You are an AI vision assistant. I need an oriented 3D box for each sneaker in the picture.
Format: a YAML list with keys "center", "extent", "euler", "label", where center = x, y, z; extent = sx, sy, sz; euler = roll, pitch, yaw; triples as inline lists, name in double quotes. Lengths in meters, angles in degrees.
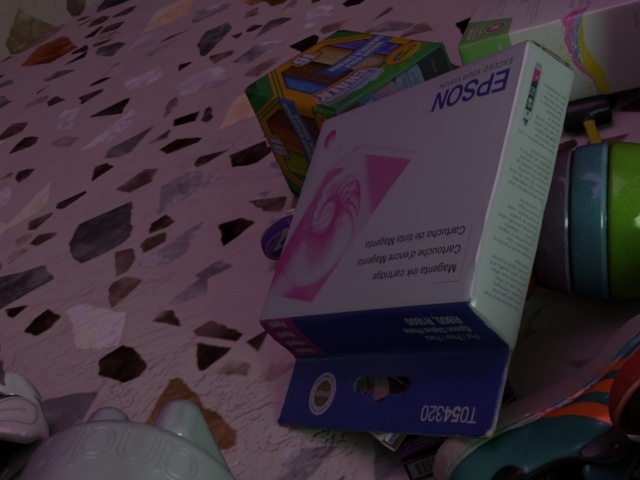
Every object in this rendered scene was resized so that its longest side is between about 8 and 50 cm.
- center: [-0.426, 0.257, 1.107]
  extent: [0.292, 0.110, 0.118]
  euler: [-33, 40, -15]
  label: "sneaker"
- center: [0.000, 0.000, 1.254]
  extent: [0.169, 0.068, 0.071]
  euler: [-9, 40, 25]
  label: "sneaker"
- center: [0.239, 0.153, 0.801]
  extent: [0.302, 0.108, 0.121]
  euler: [-32, 30, 2]
  label: "sneaker"

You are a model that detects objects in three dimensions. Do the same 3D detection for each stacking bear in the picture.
- center: [0.316, -0.018, 0.971]
  extent: [0.288, 0.176, 0.164]
  euler: [1, -1, 19]
  label: "stacking bear"

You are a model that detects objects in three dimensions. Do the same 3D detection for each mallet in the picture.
- center: [0.341, -0.118, 1.237]
  extent: [0.062, 0.039, 0.190]
  euler: [-18, 35, 6]
  label: "mallet"

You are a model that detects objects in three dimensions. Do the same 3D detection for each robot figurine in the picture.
- center: [-0.170, 0.280, 0.779]
  extent: [0.299, 0.200, 0.353]
  euler: [-13, 31, 19]
  label: "robot figurine"

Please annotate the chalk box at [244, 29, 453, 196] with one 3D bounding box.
- center: [0.071, -0.143, 1.318]
  extent: [0.179, 0.180, 0.289]
  euler: [-35, 30, -20]
  label: "chalk box"

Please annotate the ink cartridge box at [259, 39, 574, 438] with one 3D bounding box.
- center: [0.066, 0.008, 0.948]
  extent: [0.324, 0.071, 0.330]
  euler: [-13, 55, 55]
  label: "ink cartridge box"

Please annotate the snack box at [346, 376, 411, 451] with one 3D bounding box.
- center: [0.043, 0.141, 0.989]
  extent: [0.064, 0.022, 0.178]
  euler: [-53, 25, -6]
  label: "snack box"

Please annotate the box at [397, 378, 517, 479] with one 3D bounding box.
- center: [0.119, 0.145, 0.967]
  extent: [0.116, 0.029, 0.162]
  euler: [-22, 28, 4]
  label: "box"

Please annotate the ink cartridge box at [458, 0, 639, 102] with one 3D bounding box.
- center: [0.377, -0.277, 1.359]
  extent: [0.353, 0.119, 0.207]
  euler: [-11, 24, 22]
  label: "ink cartridge box"

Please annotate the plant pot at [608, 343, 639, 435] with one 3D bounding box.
- center: [0.296, 0.128, 0.654]
  extent: [0.191, 0.191, 0.174]
  euler: [-24, 57, 0]
  label: "plant pot"
